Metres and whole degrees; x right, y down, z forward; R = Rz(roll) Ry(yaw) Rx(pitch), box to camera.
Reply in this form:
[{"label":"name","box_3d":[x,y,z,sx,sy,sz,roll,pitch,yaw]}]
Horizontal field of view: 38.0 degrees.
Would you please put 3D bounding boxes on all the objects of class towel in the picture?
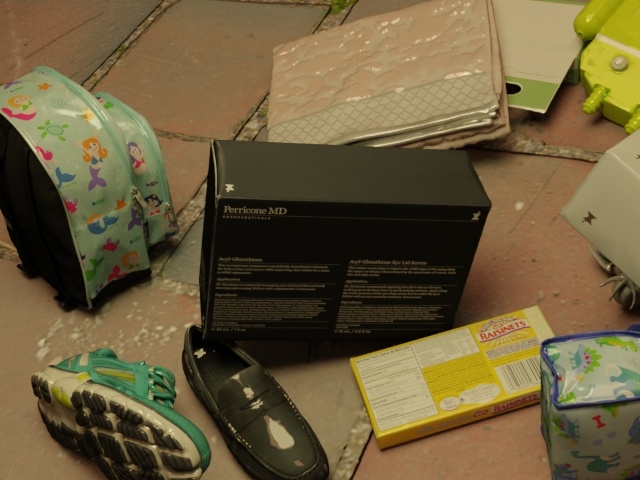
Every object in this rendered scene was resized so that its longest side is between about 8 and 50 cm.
[{"label":"towel","box_3d":[0.081,-0.217,1.264,0.332,0.053,0.317,-12,42,15]}]

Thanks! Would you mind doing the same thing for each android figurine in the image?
[{"label":"android figurine","box_3d":[0.445,-0.247,1.190,0.248,0.056,0.273,37,79,28]}]

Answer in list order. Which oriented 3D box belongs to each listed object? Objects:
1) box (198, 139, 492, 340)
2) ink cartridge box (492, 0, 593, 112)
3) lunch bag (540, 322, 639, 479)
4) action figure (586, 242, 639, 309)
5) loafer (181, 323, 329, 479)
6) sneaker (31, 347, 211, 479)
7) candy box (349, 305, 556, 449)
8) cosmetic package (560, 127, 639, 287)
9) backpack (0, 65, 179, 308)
[{"label":"box","box_3d":[0.015,0.004,0.932,0.261,0.184,0.103,2,41,-12]},{"label":"ink cartridge box","box_3d":[0.276,-0.250,1.293,0.171,0.056,0.235,15,57,28]},{"label":"lunch bag","box_3d":[0.271,0.143,0.810,0.151,0.129,0.096,-7,43,8]},{"label":"action figure","box_3d":[0.407,-0.012,0.973,0.285,0.099,0.185,-31,55,-13]},{"label":"loafer","box_3d":[-0.073,0.162,0.911,0.076,0.078,0.223,-32,45,-20]},{"label":"sneaker","box_3d":[-0.186,0.157,0.900,0.110,0.107,0.275,-28,26,-32]},{"label":"candy box","box_3d":[0.141,0.134,0.928,0.206,0.027,0.105,-15,40,-3]},{"label":"cosmetic package","box_3d":[0.437,0.021,0.791,0.284,0.097,0.377,-32,69,-33]},{"label":"backpack","box_3d":[-0.293,-0.076,1.093,0.191,0.253,0.225,-36,46,-24]}]
